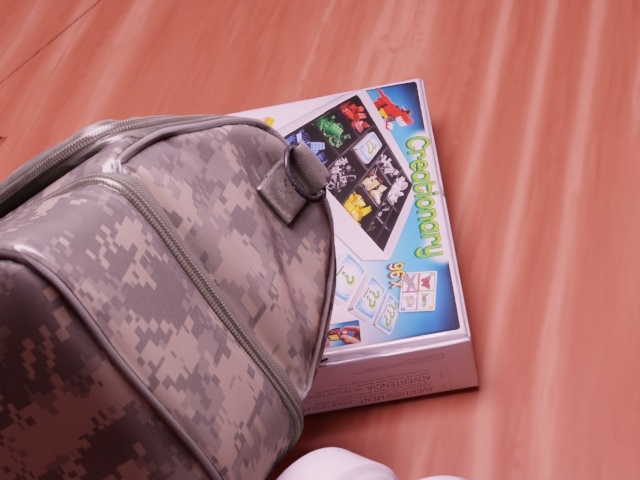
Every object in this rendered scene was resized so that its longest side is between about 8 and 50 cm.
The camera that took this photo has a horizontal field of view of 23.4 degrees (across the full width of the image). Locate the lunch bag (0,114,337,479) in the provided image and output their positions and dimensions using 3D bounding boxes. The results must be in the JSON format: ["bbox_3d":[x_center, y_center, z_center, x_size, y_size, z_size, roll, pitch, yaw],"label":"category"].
[{"bbox_3d":[-0.148,0.066,0.920,0.305,0.212,0.256,-29,12,35],"label":"lunch bag"}]

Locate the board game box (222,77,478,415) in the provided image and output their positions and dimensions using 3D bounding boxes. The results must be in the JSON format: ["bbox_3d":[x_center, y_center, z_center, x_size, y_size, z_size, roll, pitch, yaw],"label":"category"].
[{"bbox_3d":[0.000,0.000,1.134,0.193,0.053,0.305,-10,40,5],"label":"board game box"}]

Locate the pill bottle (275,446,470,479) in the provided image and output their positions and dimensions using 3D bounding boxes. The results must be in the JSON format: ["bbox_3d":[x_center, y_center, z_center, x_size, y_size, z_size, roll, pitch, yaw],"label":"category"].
[{"bbox_3d":[0.089,0.210,0.784,0.264,0.153,0.153,21,50,34],"label":"pill bottle"}]
